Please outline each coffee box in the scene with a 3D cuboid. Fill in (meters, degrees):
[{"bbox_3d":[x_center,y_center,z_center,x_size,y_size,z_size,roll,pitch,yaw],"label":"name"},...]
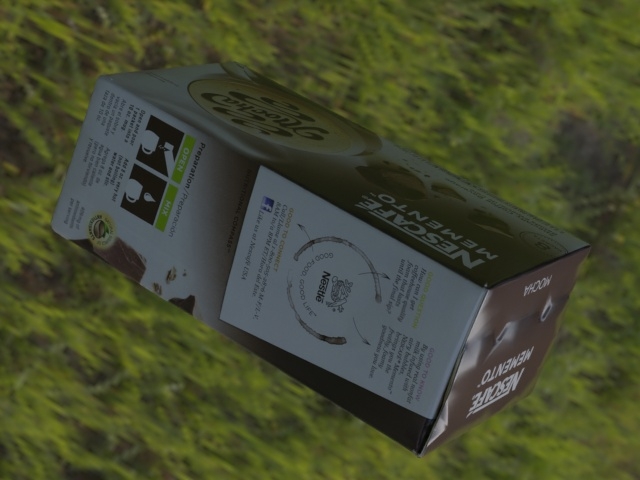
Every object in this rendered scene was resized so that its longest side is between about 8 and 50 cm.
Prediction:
[{"bbox_3d":[0.000,0.000,1.104,0.168,0.297,0.119,-15,130,-58],"label":"coffee box"}]
